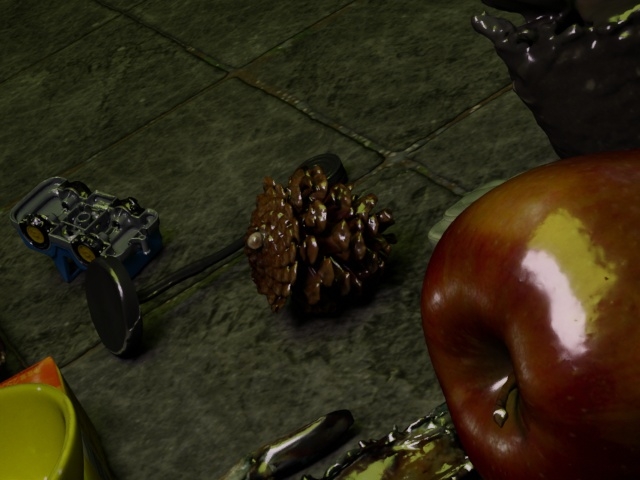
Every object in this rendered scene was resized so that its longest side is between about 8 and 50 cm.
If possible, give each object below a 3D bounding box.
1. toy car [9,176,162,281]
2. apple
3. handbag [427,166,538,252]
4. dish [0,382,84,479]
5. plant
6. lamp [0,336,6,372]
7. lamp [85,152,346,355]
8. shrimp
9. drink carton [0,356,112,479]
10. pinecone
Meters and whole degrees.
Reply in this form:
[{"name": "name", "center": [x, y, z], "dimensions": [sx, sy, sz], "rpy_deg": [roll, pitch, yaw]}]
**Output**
[{"name": "toy car", "center": [-0.284, -0.002, 1.969], "dimensions": [0.191, 0.100, 0.097], "rpy_deg": [20, 48, 27]}, {"name": "apple", "center": [0.232, 0.068, 1.248], "dimensions": [0.317, 0.288, 0.288], "rpy_deg": [-25, 25, -28]}, {"name": "handbag", "center": [0.252, -0.026, 1.598], "dimensions": [0.256, 0.079, 0.219], "rpy_deg": [5, 36, 40]}, {"name": "dish", "center": [-0.301, 0.238, 1.321], "dimensions": [0.262, 0.108, 0.221], "rpy_deg": [-13, 32, 21]}, {"name": "plant", "center": [0.290, -0.217, 1.686], "dimensions": [0.199, 0.276, 0.188], "rpy_deg": [-13, 35, 25]}, {"name": "lamp", "center": [-0.467, 0.107, 1.849], "dimensions": [0.177, 0.177, 0.274], "rpy_deg": [-31, 31, -11]}, {"name": "lamp", "center": [-0.116, -0.016, 1.834], "dimensions": [0.371, 0.108, 0.130], "rpy_deg": [-36, 29, -20]}, {"name": "shrimp", "center": [0.004, 0.207, 1.411], "dimensions": [0.365, 0.071, 0.233], "rpy_deg": [-33, 23, -5]}, {"name": "drink carton", "center": [-0.269, 0.260, 1.487], "dimensions": [0.154, 0.111, 0.351], "rpy_deg": [-28, 29, -4]}, {"name": "pinecone", "center": [0.000, 0.000, 1.679], "dimensions": [0.173, 0.174, 0.173], "rpy_deg": [-19, 28, 11]}]
